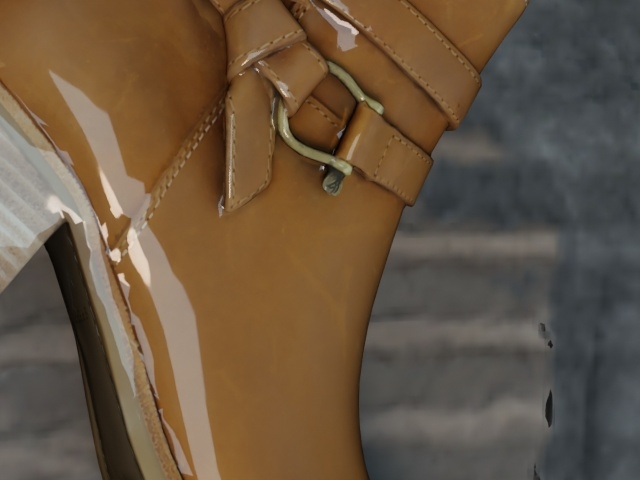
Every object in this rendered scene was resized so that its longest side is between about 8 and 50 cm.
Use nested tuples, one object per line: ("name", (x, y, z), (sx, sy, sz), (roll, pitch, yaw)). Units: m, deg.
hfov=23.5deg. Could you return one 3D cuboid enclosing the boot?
("boot", (0.000, 0.000, 0.350), (0.197, 0.073, 0.152), (46, 76, -21))
